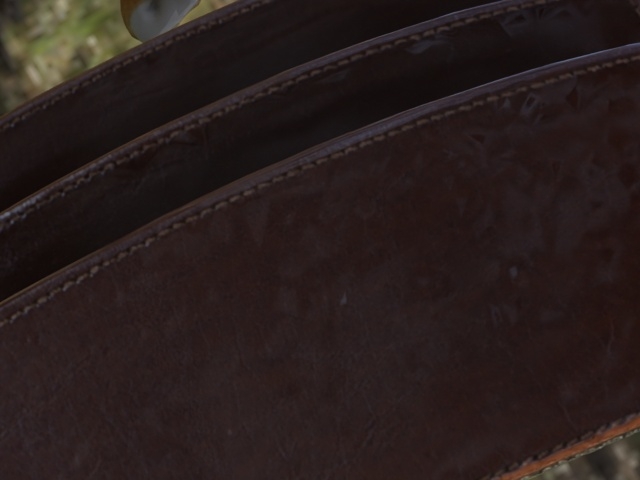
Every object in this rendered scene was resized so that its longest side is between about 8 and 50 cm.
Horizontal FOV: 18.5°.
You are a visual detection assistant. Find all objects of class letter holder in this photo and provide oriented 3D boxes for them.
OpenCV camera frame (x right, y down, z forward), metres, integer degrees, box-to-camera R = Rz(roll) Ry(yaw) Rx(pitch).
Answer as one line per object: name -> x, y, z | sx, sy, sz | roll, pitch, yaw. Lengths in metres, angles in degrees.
letter holder -> 0.000, 0.000, 0.737 | 0.152, 0.302, 0.214 | 102, -35, -86

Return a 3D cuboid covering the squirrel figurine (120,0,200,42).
squirrel figurine -> 0.059, -0.207, 1.144 | 0.397, 0.370, 0.281 | 59, 19, -59
